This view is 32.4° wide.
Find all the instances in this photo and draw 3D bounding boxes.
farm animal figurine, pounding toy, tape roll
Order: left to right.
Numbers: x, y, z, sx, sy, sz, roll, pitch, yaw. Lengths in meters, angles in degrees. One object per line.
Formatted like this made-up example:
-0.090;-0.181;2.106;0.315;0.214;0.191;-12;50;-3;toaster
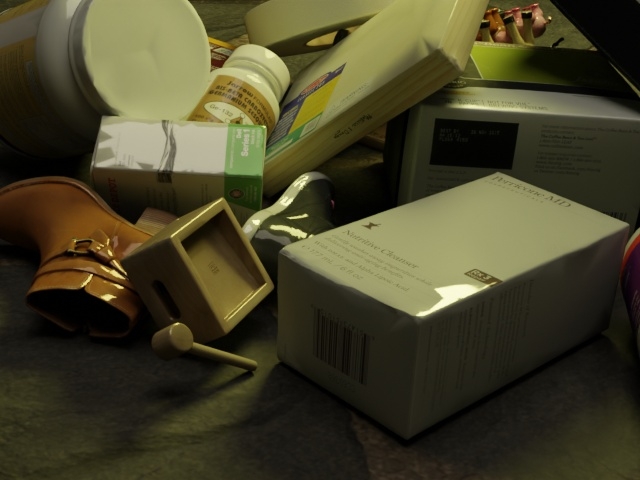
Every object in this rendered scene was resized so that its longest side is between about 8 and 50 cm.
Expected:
-0.147;0.080;1.252;0.094;0.181;0.206;-23;12;32;pounding toy
0.063;-0.394;1.903;0.392;0.072;0.392;-13;3;1;tape roll
0.259;-0.310;2.006;0.327;0.172;0.330;-13;13;4;farm animal figurine

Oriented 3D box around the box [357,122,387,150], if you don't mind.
0.086;-0.210;1.938;0.201;0.021;0.164;20;31;28;box

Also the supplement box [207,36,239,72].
-0.203;-0.242;1.835;0.191;0.129;0.194;24;33;31;supplement box

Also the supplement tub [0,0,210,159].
-0.336;-0.247;1.591;0.241;0.241;0.331;-21;12;-40;supplement tub

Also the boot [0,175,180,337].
-0.315;0.027;1.348;0.284;0.109;0.220;15;32;5;boot

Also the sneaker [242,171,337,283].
0.000;0.000;1.451;0.147;0.104;0.296;26;24;9;sneaker

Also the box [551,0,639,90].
0.566;-0.350;1.643;0.480;0.297;0.472;52;21;20;box

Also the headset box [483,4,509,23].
0.212;-0.453;2.333;0.293;0.110;0.218;27;35;35;headset box

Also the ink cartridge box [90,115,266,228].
-0.186;-0.083;1.479;0.220;0.160;0.092;4;60;-3;ink cartridge box

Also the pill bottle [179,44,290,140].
-0.136;-0.183;1.648;0.131;0.131;0.229;14;52;18;pill bottle

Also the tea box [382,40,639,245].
0.276;-0.147;1.634;0.329;0.219;0.323;4;28;-3;tea box

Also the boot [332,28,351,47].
0.082;-0.279;1.855;0.137;0.198;0.076;7;66;-3;boot

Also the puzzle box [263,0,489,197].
0.072;-0.242;1.596;0.052;0.409;0.272;41;46;-20;puzzle box

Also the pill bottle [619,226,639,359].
0.442;0.098;1.228;0.182;0.181;0.323;7;27;3;pill bottle

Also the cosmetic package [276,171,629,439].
0.159;0.058;1.287;0.217;0.156;0.385;26;35;38;cosmetic package
